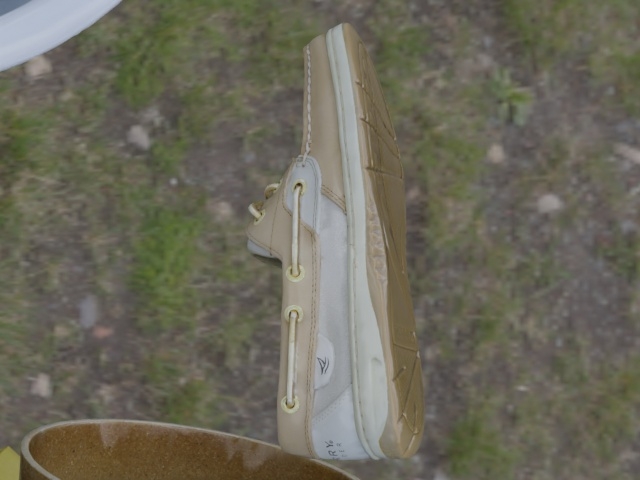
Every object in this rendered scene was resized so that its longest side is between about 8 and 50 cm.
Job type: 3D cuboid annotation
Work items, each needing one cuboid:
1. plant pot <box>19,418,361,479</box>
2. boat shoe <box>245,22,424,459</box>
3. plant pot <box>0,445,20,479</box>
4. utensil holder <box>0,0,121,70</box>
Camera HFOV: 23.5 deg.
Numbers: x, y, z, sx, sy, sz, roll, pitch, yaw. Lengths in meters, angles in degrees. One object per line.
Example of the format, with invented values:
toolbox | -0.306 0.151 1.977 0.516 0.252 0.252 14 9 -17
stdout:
plant pot | -0.101 0.269 1.001 0.237 0.237 0.254 8 97 -36
boat shoe | 0.000 0.000 0.580 0.063 0.059 0.170 42 41 -65
plant pot | -0.425 0.381 1.930 0.212 0.212 0.187 -25 94 2
utensil holder | -0.260 -0.246 0.768 0.328 0.385 0.327 -4 100 -24
